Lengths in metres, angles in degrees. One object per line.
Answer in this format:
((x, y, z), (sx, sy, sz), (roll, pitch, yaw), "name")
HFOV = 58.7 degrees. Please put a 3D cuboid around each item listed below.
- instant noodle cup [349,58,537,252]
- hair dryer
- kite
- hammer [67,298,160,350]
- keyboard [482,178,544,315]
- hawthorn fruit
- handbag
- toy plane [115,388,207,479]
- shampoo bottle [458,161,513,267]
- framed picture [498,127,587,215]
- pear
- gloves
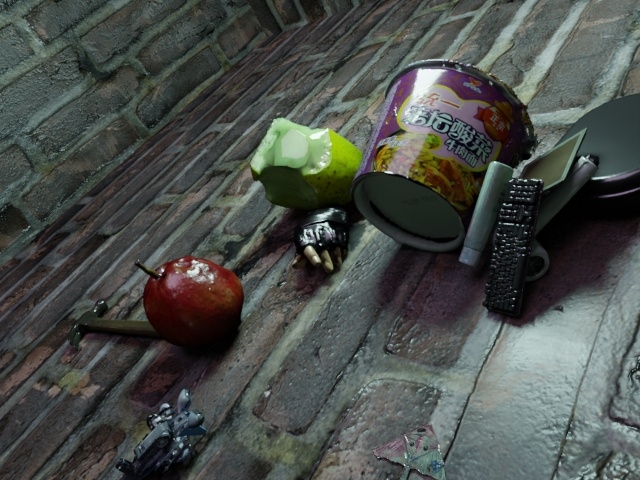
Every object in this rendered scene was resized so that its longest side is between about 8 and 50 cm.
((0.230, -0.153, 1.158), (0.340, 0.340, 0.266), (4, 54, 45), "instant noodle cup")
((0.404, -0.048, 0.994), (0.236, 0.073, 0.131), (-50, 26, 21), "hair dryer")
((0.125, 0.331, 0.833), (0.137, 0.005, 0.152), (3, 45, 48), "kite")
((-0.536, 0.230, 1.548), (0.440, 0.044, 0.168), (-5, 39, 38), "hammer")
((0.324, 0.009, 0.961), (0.072, 0.023, 0.231), (11, 90, 57), "keyboard")
((-0.308, 0.128, 1.283), (0.230, 0.266, 0.210), (8, 67, 52), "hawthorn fruit")
((0.564, -0.164, 1.068), (0.308, 0.093, 0.254), (-44, 31, -20), "handbag")
((-0.323, 0.398, 1.074), (0.246, 0.078, 0.169), (-39, 32, -11), "toy plane")
((0.298, -0.046, 1.035), (0.041, 0.069, 0.190), (22, 97, 29), "shampoo bottle")
((0.401, -0.121, 1.022), (0.142, 0.011, 0.183), (-37, 10, 49), "framed picture")
((-0.010, -0.163, 1.480), (0.282, 0.286, 0.176), (17, 72, 24), "pear")
((0.000, 0.000, 1.330), (0.164, 0.124, 0.203), (-37, 13, 12), "gloves")
